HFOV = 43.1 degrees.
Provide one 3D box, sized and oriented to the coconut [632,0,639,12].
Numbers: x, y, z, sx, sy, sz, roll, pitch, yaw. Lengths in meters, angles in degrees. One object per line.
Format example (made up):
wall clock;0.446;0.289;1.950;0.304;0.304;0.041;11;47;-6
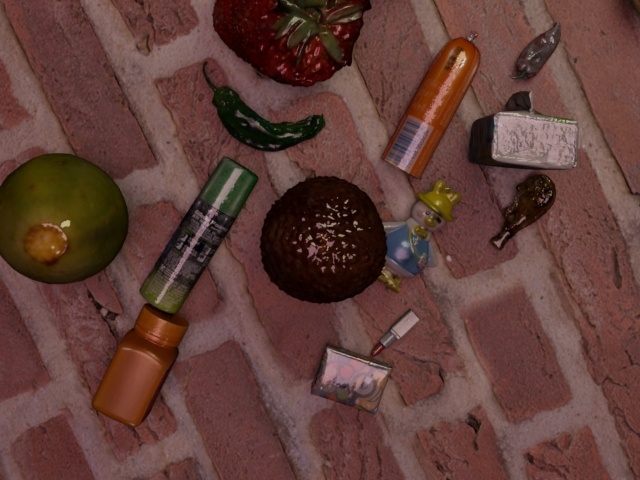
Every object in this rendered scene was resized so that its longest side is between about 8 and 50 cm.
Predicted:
coconut;0.698;-0.516;1.532;0.197;0.237;0.237;45;94;-5

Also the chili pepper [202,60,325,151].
chili pepper;-0.135;-0.255;1.645;0.279;0.065;0.122;26;86;-4

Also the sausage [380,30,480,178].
sausage;0.232;-0.279;1.625;0.093;0.093;0.312;28;95;-2

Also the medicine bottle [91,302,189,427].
medicine bottle;-0.359;0.248;1.646;0.112;0.149;0.222;27;94;-2

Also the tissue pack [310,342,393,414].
tissue pack;0.064;0.288;1.690;0.148;0.060;0.108;19;94;-2

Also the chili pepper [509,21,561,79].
chili pepper;0.438;-0.377;1.639;0.050;0.041;0.153;42;78;-23

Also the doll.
doll;0.192;-0.012;1.645;0.135;0.099;0.241;37;97;18

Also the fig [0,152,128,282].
fig;-0.492;-0.029;1.538;0.258;0.326;0.258;-4;106;-16

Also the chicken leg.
chicken leg;0.408;-0.059;1.657;0.093;0.070;0.178;28;108;-27

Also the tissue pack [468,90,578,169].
tissue pack;0.386;-0.212;1.558;0.159;0.229;0.145;6;95;0

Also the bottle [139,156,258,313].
bottle;-0.245;-0.011;1.651;0.093;0.093;0.330;33;95;-2

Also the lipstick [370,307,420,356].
lipstick;0.151;0.198;1.696;0.129;0.030;0.030;-43;94;3

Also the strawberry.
strawberry;-0.058;-0.436;1.568;0.261;0.258;0.261;-9;110;-24

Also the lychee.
lychee;0.000;0.000;1.570;0.261;0.260;0.260;0;95;1
